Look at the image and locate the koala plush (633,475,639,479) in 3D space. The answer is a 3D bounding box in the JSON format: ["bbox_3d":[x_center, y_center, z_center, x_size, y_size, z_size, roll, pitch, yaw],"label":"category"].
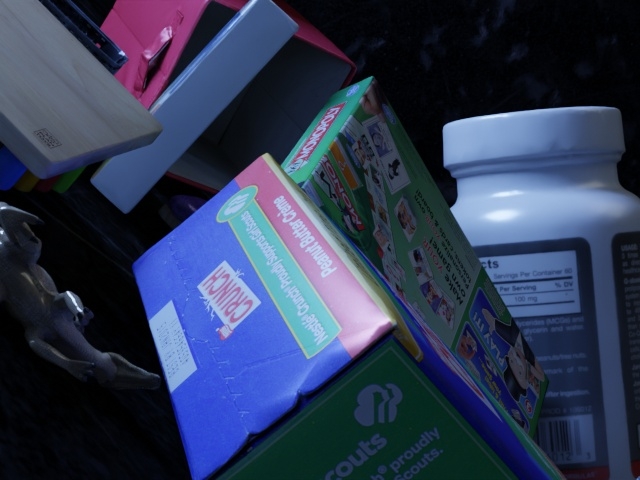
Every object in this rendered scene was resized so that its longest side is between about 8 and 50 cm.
[{"bbox_3d":[0.236,0.275,0.927,0.221,0.203,0.196,4,57,-55],"label":"koala plush"}]

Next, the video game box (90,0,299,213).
[{"bbox_3d":[-0.105,-0.124,1.040,0.048,0.205,0.187,43,5,-8],"label":"video game box"}]

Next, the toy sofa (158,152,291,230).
[{"bbox_3d":[0.000,0.000,1.198,0.177,0.150,0.362,48,6,15],"label":"toy sofa"}]

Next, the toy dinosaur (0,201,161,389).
[{"bbox_3d":[-0.149,0.013,0.578,0.183,0.053,0.092,52,-10,-4],"label":"toy dinosaur"}]

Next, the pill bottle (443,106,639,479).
[{"bbox_3d":[0.220,0.062,1.172,0.210,0.210,0.363,3,83,-82],"label":"pill bottle"}]

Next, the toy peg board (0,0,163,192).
[{"bbox_3d":[-0.211,-0.091,0.786,0.161,0.079,0.160,45,21,3],"label":"toy peg board"}]

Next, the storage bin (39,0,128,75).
[{"bbox_3d":[-0.252,-0.178,0.985,0.180,0.084,0.122,43,6,-11],"label":"storage bin"}]

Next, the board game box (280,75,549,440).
[{"bbox_3d":[0.072,0.057,0.936,0.317,0.046,0.213,58,34,-19],"label":"board game box"}]

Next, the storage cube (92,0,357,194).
[{"bbox_3d":[-0.114,-0.173,1.265,0.215,0.184,0.193,19,20,-38],"label":"storage cube"}]

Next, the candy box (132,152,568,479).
[{"bbox_3d":[0.052,0.127,0.679,0.317,0.122,0.268,46,4,-25],"label":"candy box"}]
